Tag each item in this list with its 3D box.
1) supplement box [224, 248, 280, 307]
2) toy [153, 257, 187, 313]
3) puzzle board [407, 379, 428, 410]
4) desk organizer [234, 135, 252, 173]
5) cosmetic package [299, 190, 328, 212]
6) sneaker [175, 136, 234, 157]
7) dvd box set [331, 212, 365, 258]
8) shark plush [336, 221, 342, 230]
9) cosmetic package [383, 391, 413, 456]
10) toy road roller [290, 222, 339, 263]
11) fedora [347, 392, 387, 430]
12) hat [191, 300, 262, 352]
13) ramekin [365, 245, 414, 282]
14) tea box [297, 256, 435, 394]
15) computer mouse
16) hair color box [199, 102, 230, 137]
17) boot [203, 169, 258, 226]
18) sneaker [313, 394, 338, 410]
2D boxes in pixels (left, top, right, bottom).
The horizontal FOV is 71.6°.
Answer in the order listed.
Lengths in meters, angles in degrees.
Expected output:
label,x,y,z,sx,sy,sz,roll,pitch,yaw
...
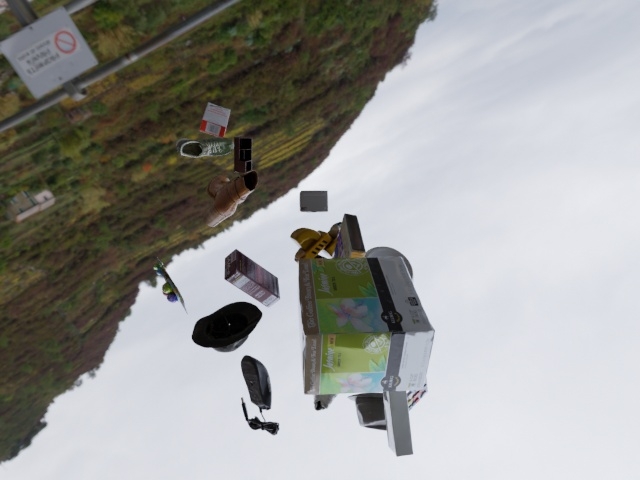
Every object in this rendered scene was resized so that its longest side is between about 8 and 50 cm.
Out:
label,x,y,z,sx,sy,sz,roll,pitch,yaw
supplement box,-0.270,0.152,1.762,0.073,0.239,0.130,-37,-145,18
toy,-0.630,0.196,1.835,0.056,0.237,0.137,-25,155,-22
puzzle board,0.354,0.569,1.637,0.128,0.097,0.011,-34,-141,-28
desk organizer,-0.284,-0.315,1.627,0.050,0.131,0.047,12,-158,21
cosmetic package,-0.034,-0.179,2.046,0.127,0.108,0.238,-1,-178,-6
sneaker,-0.381,-0.304,1.474,0.191,0.065,0.086,-3,-154,-15
dvd box set,0.087,0.142,1.821,0.062,0.421,0.308,10,-152,-8
shark plush,0.110,-0.078,2.052,0.067,0.073,0.161,-21,156,15
cosmetic package,0.240,0.537,1.395,0.060,0.239,0.099,-4,172,-4
toy road roller,0.000,0.000,2.231,0.329,0.241,0.202,-45,-163,-8
fedora,0.245,0.748,1.923,0.275,0.243,0.125,-24,-134,40
hat,-0.412,0.425,2.030,0.330,0.134,0.331,-10,-155,5
ramekin,0.262,0.146,1.842,0.273,0.272,0.127,-42,165,-34
tea box,0.101,0.223,1.232,0.322,0.220,0.329,-2,-149,-5
computer mouse,-0.209,0.496,1.451,0.060,0.262,0.184,-16,176,-42
hair color box,-0.405,-0.464,1.709,0.167,0.092,0.054,-94,-155,-50
boot,-0.319,-0.197,1.605,0.220,0.109,0.284,-37,-154,25
sneaker,-0.006,0.749,2.110,0.115,0.090,0.232,-57,-172,-24
